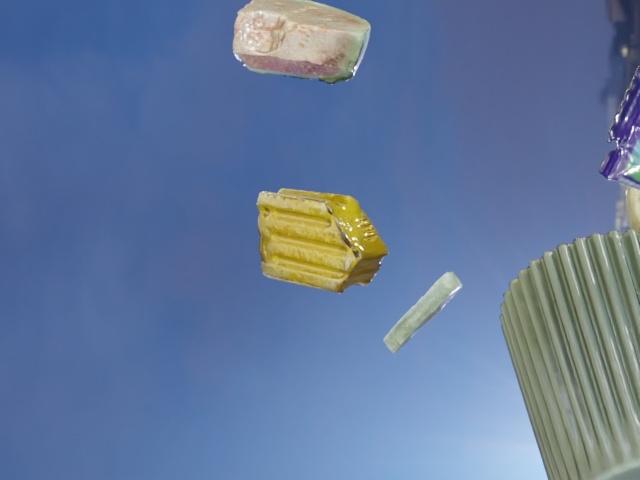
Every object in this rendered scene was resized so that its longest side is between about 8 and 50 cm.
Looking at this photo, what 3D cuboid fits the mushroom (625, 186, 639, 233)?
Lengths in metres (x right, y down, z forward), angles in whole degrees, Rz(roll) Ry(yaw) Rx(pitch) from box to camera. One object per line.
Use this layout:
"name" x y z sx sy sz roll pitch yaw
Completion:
"mushroom" 0.563 -0.057 1.596 0.202 0.246 0.246 7 -95 -46

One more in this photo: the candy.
"candy" 0.458 -0.098 1.325 0.275 0.070 0.145 24 -93 -27

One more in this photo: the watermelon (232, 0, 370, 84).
"watermelon" -0.047 -0.357 2.004 0.226 0.318 0.148 -7 -65 -40

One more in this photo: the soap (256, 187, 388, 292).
"soap" 0.000 0.000 1.878 0.080 0.257 0.160 -14 -73 -42

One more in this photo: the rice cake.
"rice cake" 0.151 0.109 1.619 0.029 0.171 0.033 -16 -117 -52

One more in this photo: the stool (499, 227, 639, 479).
"stool" 0.405 0.203 1.404 0.297 0.297 0.330 68 -167 -46
